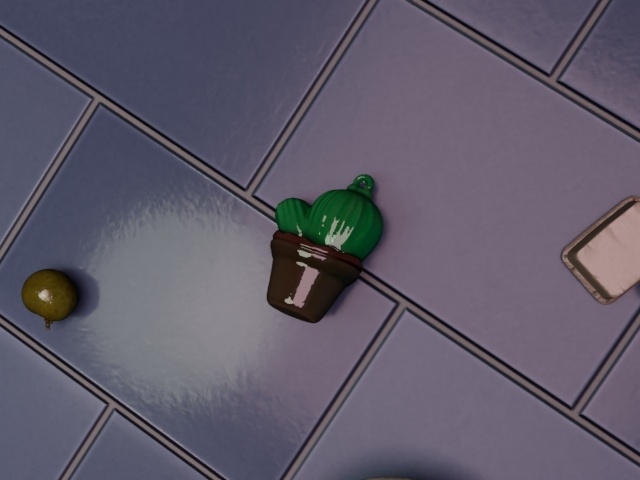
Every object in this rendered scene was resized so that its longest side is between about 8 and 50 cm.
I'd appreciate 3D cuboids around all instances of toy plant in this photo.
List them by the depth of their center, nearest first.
[{"bbox_3d":[0.000,0.000,1.055,0.142,0.105,0.200,18,73,23],"label":"toy plant"}]

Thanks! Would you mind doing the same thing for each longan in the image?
[{"bbox_3d":[-0.361,0.079,1.122,0.075,0.075,0.083,13,101,9],"label":"longan"}]

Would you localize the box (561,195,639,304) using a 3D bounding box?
[{"bbox_3d":[0.363,0.011,1.012,0.122,0.062,0.089,-41,83,5],"label":"box"}]

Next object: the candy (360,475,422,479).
[{"bbox_3d":[0.081,0.416,0.987,0.295,0.185,0.296,0,93,5],"label":"candy"}]
